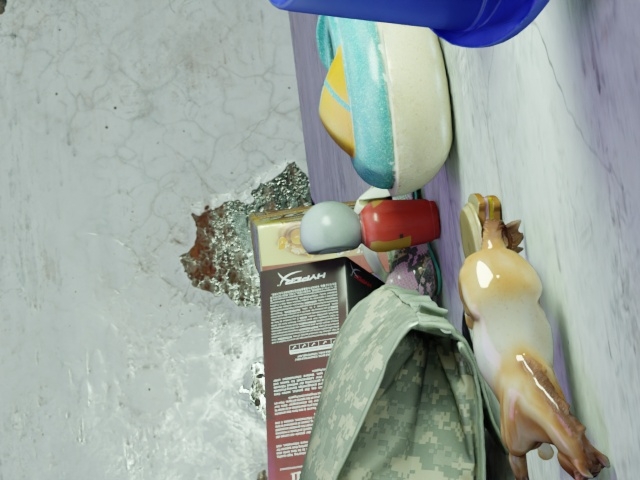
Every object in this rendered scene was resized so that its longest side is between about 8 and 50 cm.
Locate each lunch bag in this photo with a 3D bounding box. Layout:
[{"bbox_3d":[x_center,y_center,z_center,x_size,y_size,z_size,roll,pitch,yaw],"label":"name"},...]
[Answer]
[{"bbox_3d":[0.075,0.189,1.619,0.235,0.169,0.287,-130,51,-81],"label":"lunch bag"}]

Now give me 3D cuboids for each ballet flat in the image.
[{"bbox_3d":[0.080,-0.014,1.954,0.221,0.079,0.077,-100,13,-47],"label":"ballet flat"}]

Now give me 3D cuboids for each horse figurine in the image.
[{"bbox_3d":[0.145,0.084,1.272,0.174,0.066,0.263,79,180,-61],"label":"horse figurine"}]

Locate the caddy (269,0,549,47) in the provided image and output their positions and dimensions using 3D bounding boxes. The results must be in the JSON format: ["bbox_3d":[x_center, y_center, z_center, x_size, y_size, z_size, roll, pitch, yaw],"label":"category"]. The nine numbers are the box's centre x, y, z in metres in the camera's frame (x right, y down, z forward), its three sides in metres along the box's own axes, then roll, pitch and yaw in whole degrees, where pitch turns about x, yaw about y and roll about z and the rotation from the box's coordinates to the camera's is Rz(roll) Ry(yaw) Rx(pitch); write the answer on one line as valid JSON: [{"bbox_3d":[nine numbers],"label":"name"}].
[{"bbox_3d":[0.065,-0.290,1.085,0.241,0.179,0.341,-20,75,61],"label":"caddy"}]

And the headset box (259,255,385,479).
[{"bbox_3d":[0.030,0.191,1.925,0.218,0.110,0.293,35,-132,-60],"label":"headset box"}]

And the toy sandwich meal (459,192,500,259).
[{"bbox_3d":[0.140,0.000,1.484,0.085,0.029,0.086,169,90,-85],"label":"toy sandwich meal"}]

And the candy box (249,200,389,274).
[{"bbox_3d":[0.000,0.000,2.391,0.316,0.183,0.088,-141,44,-85],"label":"candy box"}]

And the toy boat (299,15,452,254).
[{"bbox_3d":[0.048,-0.106,1.772,0.267,0.148,0.318,-101,6,-48],"label":"toy boat"}]
